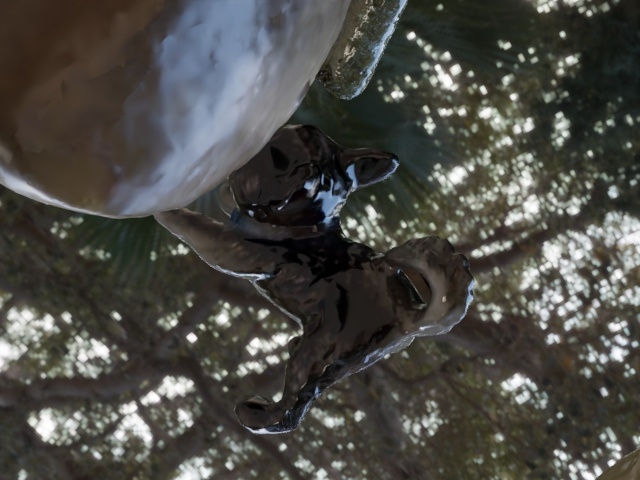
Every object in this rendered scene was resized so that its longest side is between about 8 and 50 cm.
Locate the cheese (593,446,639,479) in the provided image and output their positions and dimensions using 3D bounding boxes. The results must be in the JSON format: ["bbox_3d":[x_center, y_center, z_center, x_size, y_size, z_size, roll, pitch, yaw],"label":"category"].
[{"bbox_3d":[0.274,0.211,0.747,0.235,0.117,0.218,-29,164,-30],"label":"cheese"}]

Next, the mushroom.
[{"bbox_3d":[-0.079,-0.201,0.627,0.314,0.224,0.397,-57,-177,35],"label":"mushroom"}]

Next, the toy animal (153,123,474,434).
[{"bbox_3d":[0.000,0.000,1.115,0.302,0.344,0.194,-34,168,34],"label":"toy animal"}]

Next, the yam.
[{"bbox_3d":[0.049,-0.242,1.086,0.078,0.078,0.179,-86,-159,-53],"label":"yam"}]
